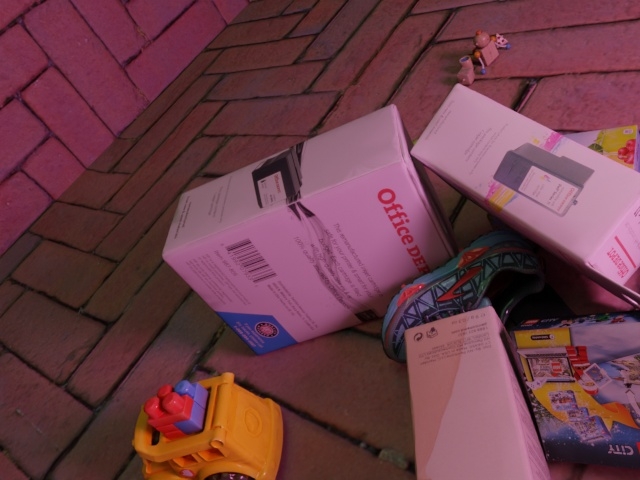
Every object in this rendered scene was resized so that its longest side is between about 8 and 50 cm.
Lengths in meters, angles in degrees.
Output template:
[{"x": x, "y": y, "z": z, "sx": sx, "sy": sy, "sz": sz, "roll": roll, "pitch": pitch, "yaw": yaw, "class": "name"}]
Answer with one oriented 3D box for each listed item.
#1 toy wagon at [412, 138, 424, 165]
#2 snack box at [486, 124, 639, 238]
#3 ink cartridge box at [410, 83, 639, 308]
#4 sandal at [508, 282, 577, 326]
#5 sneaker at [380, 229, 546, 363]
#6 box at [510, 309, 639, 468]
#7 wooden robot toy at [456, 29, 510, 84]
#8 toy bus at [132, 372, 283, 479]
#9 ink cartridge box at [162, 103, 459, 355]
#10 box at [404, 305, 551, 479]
[{"x": 0.063, "y": -0.155, "z": 1.238, "sx": 0.267, "sy": 0.068, "sz": 0.344, "roll": -36, "pitch": 38, "yaw": -2, "class": "toy wagon"}, {"x": 0.389, "y": -0.089, "z": 0.921, "sx": 0.207, "sy": 0.070, "sz": 0.174, "roll": -4, "pitch": 48, "yaw": 36, "class": "snack box"}, {"x": 0.312, "y": -0.049, "z": 0.751, "sx": 0.353, "sy": 0.207, "sz": 0.119, "roll": 42, "pitch": 101, "yaw": 36, "class": "ink cartridge box"}, {"x": 0.323, "y": 0.135, "z": 0.743, "sx": 0.097, "sy": 0.054, "sz": 0.254, "roll": -37, "pitch": 37, "yaw": -2, "class": "sandal"}, {"x": 0.198, "y": 0.093, "z": 0.815, "sx": 0.262, "sy": 0.104, "sz": 0.125, "roll": -41, "pitch": 29, "yaw": 8, "class": "sneaker"}, {"x": 0.331, "y": 0.154, "z": 0.597, "sx": 0.233, "sy": 0.159, "sz": 0.044, "roll": -14, "pitch": 4, "yaw": 46, "class": "box"}, {"x": 0.355, "y": -0.434, "z": 1.308, "sx": 0.173, "sy": 0.079, "sz": 0.076, "roll": -46, "pitch": 39, "yaw": -14, "class": "wooden robot toy"}, {"x": -0.196, "y": 0.283, "z": 0.850, "sx": 0.220, "sy": 0.211, "sz": 0.149, "roll": -21, "pitch": 41, "yaw": 20, "class": "toy bus"}, {"x": 0.000, "y": 0.000, "z": 0.941, "sx": 0.395, "sy": 0.285, "sz": 0.166, "roll": -20, "pitch": 40, "yaw": 18, "class": "ink cartridge box"}, {"x": 0.184, "y": 0.247, "z": 0.656, "sx": 0.121, "sy": 0.148, "sz": 0.311, "roll": -20, "pitch": 39, "yaw": 21, "class": "box"}]
